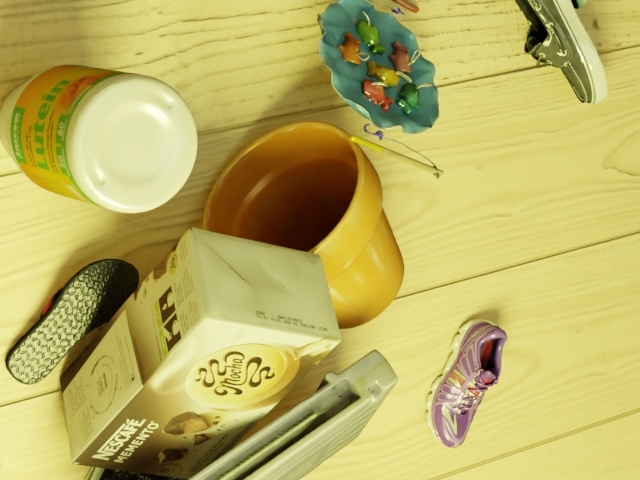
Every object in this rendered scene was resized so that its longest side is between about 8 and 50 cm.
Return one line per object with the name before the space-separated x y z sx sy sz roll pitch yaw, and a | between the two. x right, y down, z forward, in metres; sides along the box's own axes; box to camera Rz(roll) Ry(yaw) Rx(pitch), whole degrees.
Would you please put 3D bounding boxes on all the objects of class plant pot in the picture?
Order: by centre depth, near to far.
plant pot | 0.000 0.000 2.004 0.205 0.205 0.188 -54 136 -13

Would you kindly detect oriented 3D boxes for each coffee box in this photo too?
coffee box | -0.135 0.128 1.874 0.168 0.297 0.119 13 48 -34

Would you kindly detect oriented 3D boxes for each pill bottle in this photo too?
pill bottle | -0.238 -0.109 1.795 0.136 0.245 0.136 -6 101 -31

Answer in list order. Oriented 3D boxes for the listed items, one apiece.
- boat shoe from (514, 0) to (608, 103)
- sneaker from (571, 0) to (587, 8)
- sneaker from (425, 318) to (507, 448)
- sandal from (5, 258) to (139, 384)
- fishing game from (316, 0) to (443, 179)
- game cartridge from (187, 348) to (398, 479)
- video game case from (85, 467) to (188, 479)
boat shoe | 0.286 -0.259 2.199 0.076 0.080 0.228 -31 117 -5
sneaker | 0.324 -0.350 2.228 0.069 0.038 0.098 -45 127 -19
sneaker | 0.186 0.181 2.212 0.068 0.071 0.170 18 89 -33
sandal | -0.277 0.082 1.933 0.179 0.040 0.067 -43 113 -2
fishing game | 0.073 -0.205 2.011 0.189 0.041 0.264 24 47 -32
game cartridge | -0.085 0.263 1.951 0.355 0.230 0.068 -33 81 -23
video game case | -0.203 0.331 2.027 0.190 0.022 0.173 30 83 -31
